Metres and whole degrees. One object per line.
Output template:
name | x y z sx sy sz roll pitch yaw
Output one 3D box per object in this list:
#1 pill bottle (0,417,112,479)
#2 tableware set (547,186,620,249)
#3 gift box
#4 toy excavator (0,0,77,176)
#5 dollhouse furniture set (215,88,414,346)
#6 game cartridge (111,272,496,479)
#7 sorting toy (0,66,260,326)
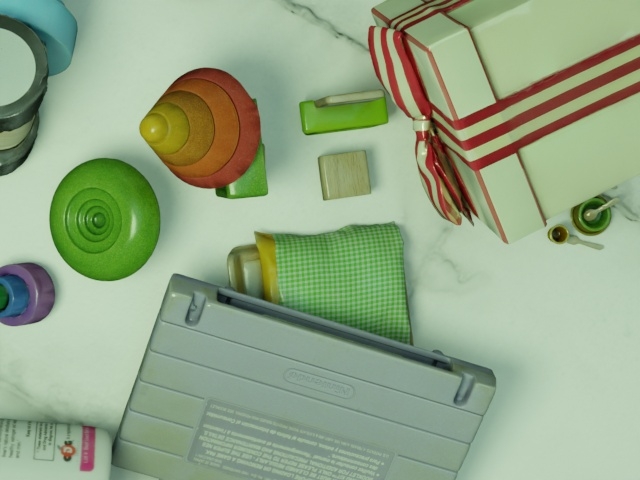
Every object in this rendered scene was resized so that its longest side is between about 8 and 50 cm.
pill bottle | -0.359 0.257 1.668 0.283 0.160 0.160 7 89 -9
tableware set | 0.286 -0.069 1.846 0.104 0.024 0.154 13 88 -9
gift box | 0.201 -0.157 1.715 0.258 0.276 0.255 -26 106 -5
toy excavator | -0.442 -0.328 1.659 0.433 0.222 0.445 12 74 -9
dollhouse furniture set | 0.000 0.000 1.733 0.198 0.151 0.301 -8 91 -9
game cartridge | -0.022 0.186 1.733 0.355 0.068 0.230 18 118 -9
sorting toy | -0.224 -0.033 1.636 0.365 0.126 0.127 -40 78 20
